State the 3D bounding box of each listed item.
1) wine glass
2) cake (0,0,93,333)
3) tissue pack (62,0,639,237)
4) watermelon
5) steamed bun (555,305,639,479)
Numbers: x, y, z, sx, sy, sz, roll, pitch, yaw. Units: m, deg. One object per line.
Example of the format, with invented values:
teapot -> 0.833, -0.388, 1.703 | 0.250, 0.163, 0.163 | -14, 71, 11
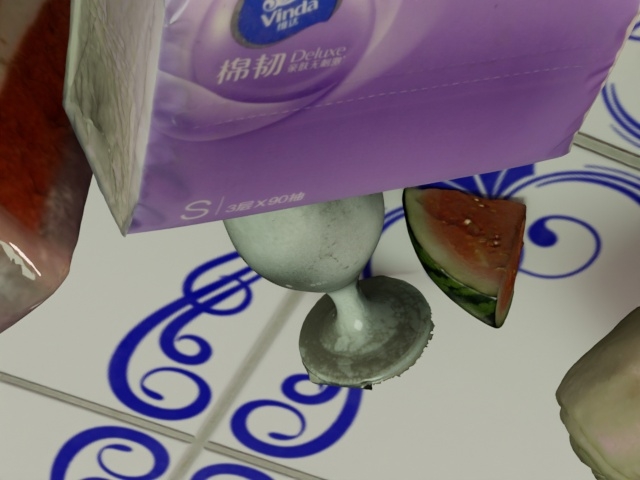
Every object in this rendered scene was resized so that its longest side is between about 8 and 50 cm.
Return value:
wine glass -> 0.000, 0.000, 1.387 | 0.126, 0.126, 0.241 | -9, 136, 16
cake -> -0.290, -0.080, 1.216 | 0.230, 0.309, 0.237 | -29, 122, 26
tissue pack -> 0.026, -0.148, 1.123 | 0.338, 0.160, 0.242 | -10, 141, -21
watermelon -> 0.132, 0.006, 1.429 | 0.094, 0.125, 0.135 | -49, 149, 8
steamed bun -> 0.375, 0.121, 1.389 | 0.352, 0.247, 0.339 | -6, 152, 23
